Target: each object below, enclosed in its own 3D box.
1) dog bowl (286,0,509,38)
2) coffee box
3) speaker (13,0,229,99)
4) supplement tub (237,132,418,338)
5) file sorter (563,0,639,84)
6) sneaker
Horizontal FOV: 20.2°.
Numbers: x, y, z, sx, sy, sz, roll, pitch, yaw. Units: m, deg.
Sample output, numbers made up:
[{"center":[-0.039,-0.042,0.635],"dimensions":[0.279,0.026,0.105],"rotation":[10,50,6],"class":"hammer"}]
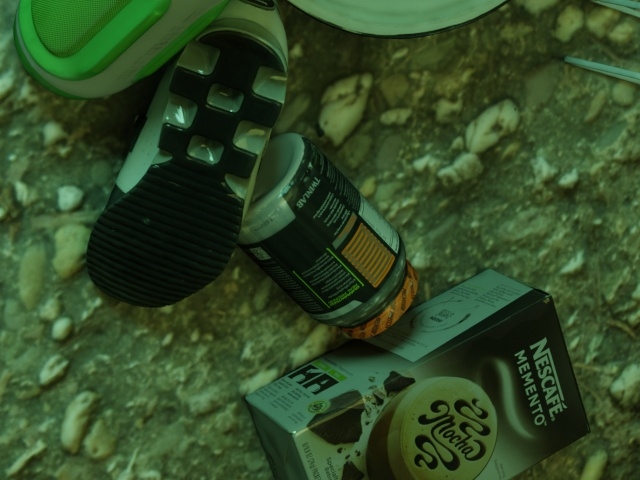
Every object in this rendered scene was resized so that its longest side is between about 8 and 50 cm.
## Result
[{"center":[0.048,-0.389,1.575],"dimensions":[0.408,0.150,0.408],"rotation":[-7,107,-25],"class":"dog bowl"},{"center":[0.099,0.172,1.764],"dimensions":[0.297,0.119,0.168],"rotation":[-27,113,-18],"class":"coffee box"},{"center":[-0.143,-0.213,1.430],"dimensions":[0.131,0.296,0.131],"rotation":[11,68,-28],"class":"speaker"},{"center":[0.000,0.000,1.670],"dimensions":[0.117,0.117,0.190],"rotation":[-48,119,-8],"class":"supplement tub"},{"center":[0.383,-0.272,1.755],"dimensions":[0.173,0.193,0.277],"rotation":[14,96,-26],"class":"file sorter"},{"center":[-0.105,-0.083,1.577],"dimensions":[0.122,0.146,0.330],"rotation":[24,125,-11],"class":"sneaker"}]
